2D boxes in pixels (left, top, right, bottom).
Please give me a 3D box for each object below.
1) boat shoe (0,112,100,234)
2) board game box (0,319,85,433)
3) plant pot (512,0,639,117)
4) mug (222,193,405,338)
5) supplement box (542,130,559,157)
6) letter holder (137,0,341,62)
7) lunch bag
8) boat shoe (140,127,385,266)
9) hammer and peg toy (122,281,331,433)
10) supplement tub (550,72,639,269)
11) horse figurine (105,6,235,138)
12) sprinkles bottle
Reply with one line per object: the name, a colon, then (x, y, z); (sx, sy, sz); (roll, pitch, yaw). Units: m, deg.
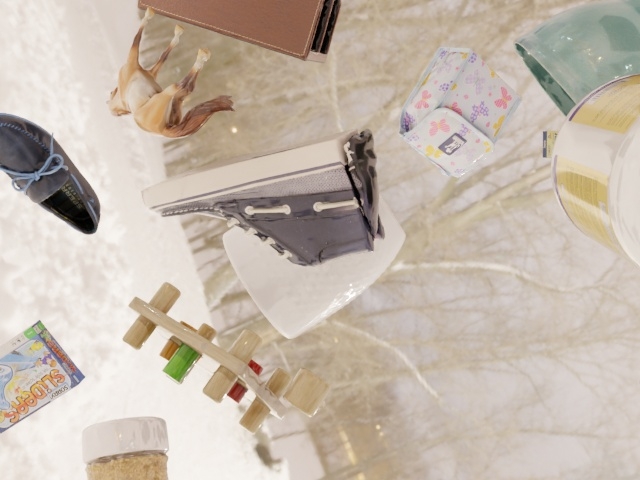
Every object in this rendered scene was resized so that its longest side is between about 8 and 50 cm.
boat shoe: (-0.432, -0.104, 1.239); (0.258, 0.109, 0.089); (44, 10, -47)
board game box: (-0.549, 0.251, 1.410); (0.136, 0.201, 0.035); (54, 16, -10)
plant pot: (0.495, -0.289, 1.304); (0.293, 0.196, 0.293); (46, 14, -15)
mug: (0.000, 0.000, 1.705); (0.276, 0.328, 0.374); (56, 5, -12)
supplement box: (0.513, -0.201, 1.620); (0.083, 0.083, 0.056); (-11, 100, -66)
letter holder: (-0.117, -0.445, 1.288); (0.152, 0.302, 0.214); (-41, 149, -74)
lunch bag: (0.108, -0.098, 0.607); (0.071, 0.083, 0.053); (34, 0, -32)
boat shoe: (-0.077, -0.034, 1.017); (0.127, 0.340, 0.158); (-37, 114, -60)
hammer and peg toy: (-0.146, 0.233, 1.317); (0.361, 0.127, 0.266); (27, -19, 25)
supplement tub: (0.429, -0.073, 0.904); (0.331, 0.241, 0.241); (-90, 158, -77)
horse figurine: (-0.230, -0.217, 1.102); (0.066, 0.174, 0.263); (17, 20, -49)
sprinkles bottle: (-0.257, 0.428, 1.058); (0.121, 0.121, 0.355); (76, 5, -70)
